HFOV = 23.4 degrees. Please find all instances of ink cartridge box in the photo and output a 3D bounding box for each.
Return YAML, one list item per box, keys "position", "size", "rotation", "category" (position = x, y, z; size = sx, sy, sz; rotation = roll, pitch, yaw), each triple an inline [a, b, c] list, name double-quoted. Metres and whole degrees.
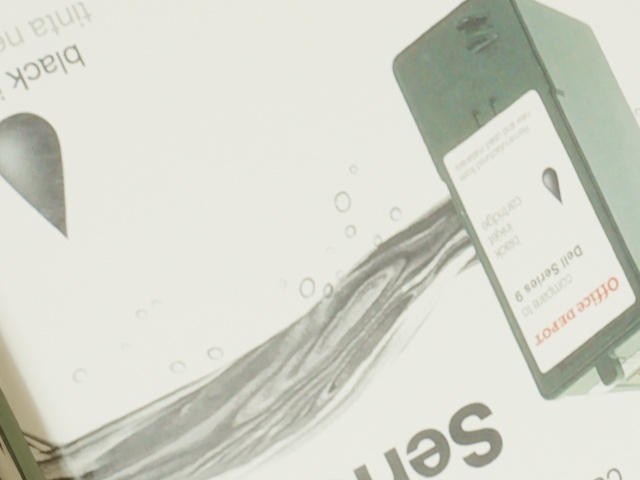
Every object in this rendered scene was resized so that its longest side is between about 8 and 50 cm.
- position: [0.000, 0.000, 0.439]
  size: [0.211, 0.121, 0.289]
  rotation: [-27, 94, -23]
  category: "ink cartridge box"
